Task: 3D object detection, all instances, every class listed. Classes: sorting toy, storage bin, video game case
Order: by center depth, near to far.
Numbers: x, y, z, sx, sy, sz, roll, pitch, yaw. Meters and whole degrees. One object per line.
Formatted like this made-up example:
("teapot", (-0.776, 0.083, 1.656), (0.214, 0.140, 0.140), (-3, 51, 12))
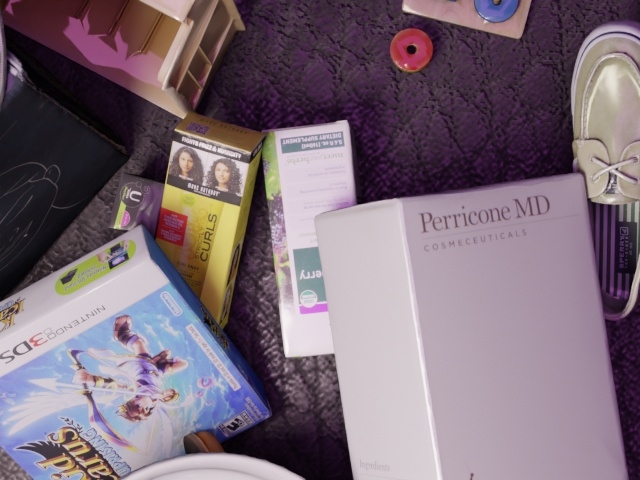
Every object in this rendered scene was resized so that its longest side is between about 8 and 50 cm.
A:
("storage bin", (-0.224, -0.243, 1.374), (0.262, 0.260, 0.123), (29, 88, 4))
("video game case", (-0.216, 0.143, 1.396), (0.244, 0.061, 0.269), (-28, 130, 5))
("sorting toy", (0.166, -0.301, 1.447), (0.132, 0.046, 0.275), (15, 91, 4))

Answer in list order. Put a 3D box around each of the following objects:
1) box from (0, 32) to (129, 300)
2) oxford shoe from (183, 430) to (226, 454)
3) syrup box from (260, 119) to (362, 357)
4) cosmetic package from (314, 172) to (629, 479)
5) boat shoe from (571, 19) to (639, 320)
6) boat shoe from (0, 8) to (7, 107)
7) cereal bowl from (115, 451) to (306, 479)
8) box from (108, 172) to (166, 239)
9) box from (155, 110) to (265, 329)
("box", (-0.469, -0.027, 1.271), (0.297, 0.472, 0.480), (42, 88, 2))
("oxford shoe", (-0.069, 0.272, 1.450), (0.076, 0.076, 0.212), (-41, 111, -19))
("syrup box", (0.000, 0.000, 1.439), (0.093, 0.096, 0.237), (-6, 89, 5))
("cosmetic package", (0.159, 0.175, 1.352), (0.230, 0.161, 0.453), (-9, 90, -30))
("boat shoe", (0.303, -0.063, 1.361), (0.109, 0.094, 0.302), (0, 114, 23))
("boat shoe", (-0.297, -0.075, 0.988), (0.114, 0.091, 0.303), (5, 88, 0))
("cereal bowl", (-0.117, 0.372, 1.328), (0.339, 0.141, 0.339), (2, 82, -15))
("box", (-0.185, -0.036, 1.459), (0.052, 0.083, 0.062), (15, 92, 4))
("box", (-0.123, -0.010, 1.420), (0.087, 0.058, 0.232), (18, 119, 6))
